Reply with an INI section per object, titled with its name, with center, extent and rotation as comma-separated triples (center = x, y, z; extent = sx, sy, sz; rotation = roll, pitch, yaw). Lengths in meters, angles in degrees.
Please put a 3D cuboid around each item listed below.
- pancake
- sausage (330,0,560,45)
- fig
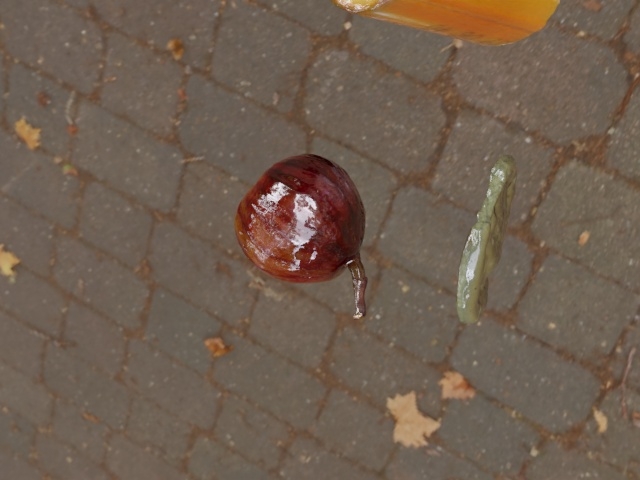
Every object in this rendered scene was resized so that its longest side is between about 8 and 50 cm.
[pancake]
center = 0.230, -0.002, 1.194
extent = 0.042, 0.236, 0.223
rotation = 12, 131, 17
[sausage]
center = 0.159, -0.383, 1.130
extent = 0.233, 0.287, 0.233
rotation = -2, 88, 46
[fig]
center = -0.013, -0.011, 0.796
extent = 0.150, 0.128, 0.128
rotation = -123, 32, -48
